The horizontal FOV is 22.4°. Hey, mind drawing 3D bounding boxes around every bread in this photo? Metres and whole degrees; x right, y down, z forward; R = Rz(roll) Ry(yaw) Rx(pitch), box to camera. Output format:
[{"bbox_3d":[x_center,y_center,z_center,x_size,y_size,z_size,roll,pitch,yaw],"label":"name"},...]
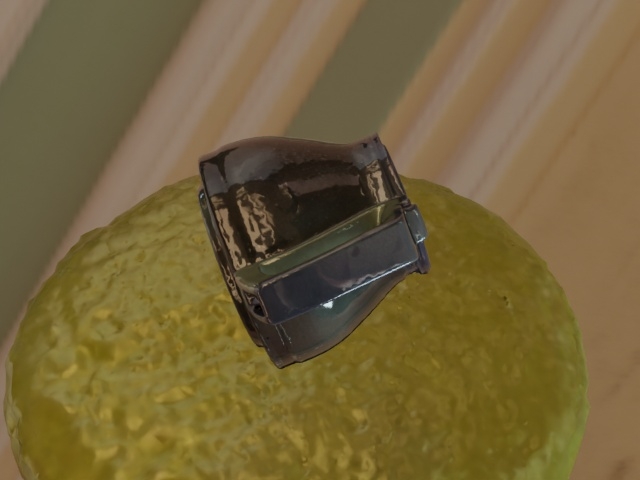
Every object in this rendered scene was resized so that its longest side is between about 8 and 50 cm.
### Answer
[{"bbox_3d":[-0.007,0.143,1.046,0.348,0.308,0.348,-3,-129,4],"label":"bread"}]

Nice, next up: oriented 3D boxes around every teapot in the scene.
[{"bbox_3d":[0.000,0.000,0.450,0.057,0.088,0.066,-22,-77,2],"label":"teapot"}]
